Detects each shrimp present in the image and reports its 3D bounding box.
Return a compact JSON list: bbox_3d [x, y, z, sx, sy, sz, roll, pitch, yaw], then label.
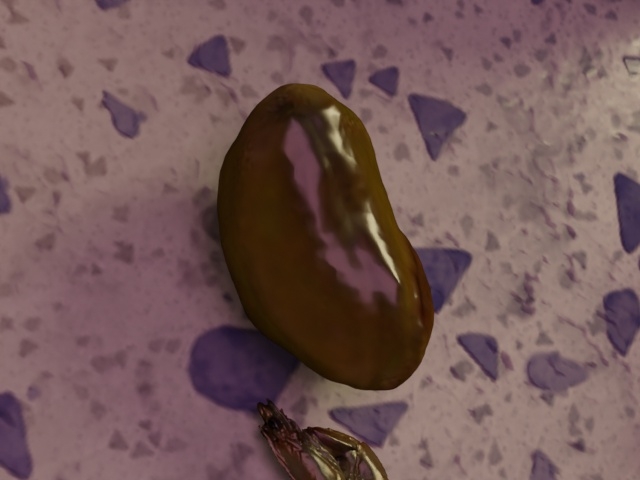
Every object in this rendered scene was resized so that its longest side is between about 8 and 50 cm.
[{"bbox_3d":[0.006,0.132,1.065,0.059,0.023,0.108,-36,89,-38],"label":"shrimp"}]

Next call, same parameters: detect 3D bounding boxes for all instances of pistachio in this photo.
[{"bbox_3d":[-0.002,0.003,1.063,0.110,0.100,0.189,-24,93,-5],"label":"pistachio"}]
